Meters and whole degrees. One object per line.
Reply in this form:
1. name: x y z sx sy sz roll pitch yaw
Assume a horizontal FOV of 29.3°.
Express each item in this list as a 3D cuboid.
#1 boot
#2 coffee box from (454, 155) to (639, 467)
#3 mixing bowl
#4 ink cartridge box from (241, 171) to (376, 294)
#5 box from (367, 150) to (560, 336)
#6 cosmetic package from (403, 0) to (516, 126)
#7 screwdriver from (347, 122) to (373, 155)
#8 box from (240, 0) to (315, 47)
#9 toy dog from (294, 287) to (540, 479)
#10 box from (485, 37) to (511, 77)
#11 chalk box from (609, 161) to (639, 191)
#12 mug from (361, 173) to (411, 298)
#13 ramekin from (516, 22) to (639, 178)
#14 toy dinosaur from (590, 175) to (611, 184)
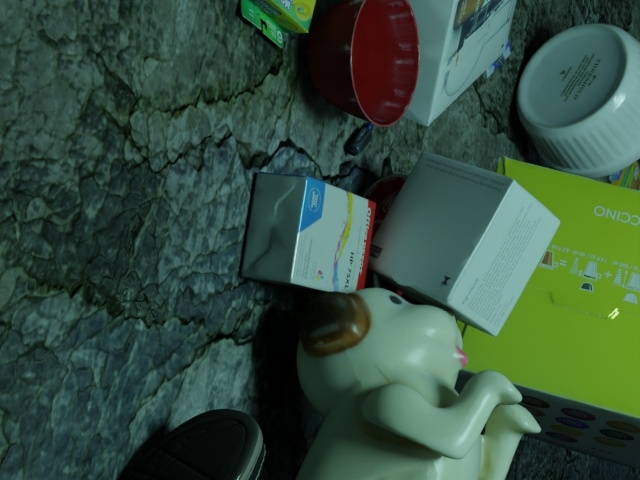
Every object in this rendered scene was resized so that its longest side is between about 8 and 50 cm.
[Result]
1. boot: -0.137 0.404 1.354 0.377 0.138 0.284 -62 141 -26
2. coffee box: 0.382 0.116 1.866 0.334 0.337 0.338 82 24 -71
3. mixing bowl: 0.045 -0.239 1.585 0.181 0.098 0.181 -12 105 -56
4. ink cartridge box: 0.000 0.000 1.569 0.231 0.078 0.134 16 82 -59
5. box: 0.182 0.002 1.610 0.119 0.181 0.182 34 84 -40
6. cosmetic package: 0.205 -0.388 1.710 0.284 0.097 0.377 -47 154 -47
7. screwdriver: 0.075 -0.170 1.729 0.170 0.025 0.024 -60 141 -48
8. box: -0.041 -0.333 1.485 0.105 0.043 0.179 31 71 -55
9. toy dog: 0.082 0.259 1.505 0.284 0.395 0.408 30 52 -52
10. box: 0.259 -0.364 1.964 0.109 0.042 0.178 -45 132 -45
11. chalk box: 0.526 -0.070 2.358 0.132 0.132 0.213 57 48 -46
12. mug: 0.125 0.007 1.746 0.169 0.113 0.150 56 47 -42
13. ramekin: 0.463 -0.253 2.118 0.127 0.273 0.273 35 65 -41
14. toy dinosaur: 0.475 -0.064 2.181 0.313 0.121 0.160 -59 180 22
